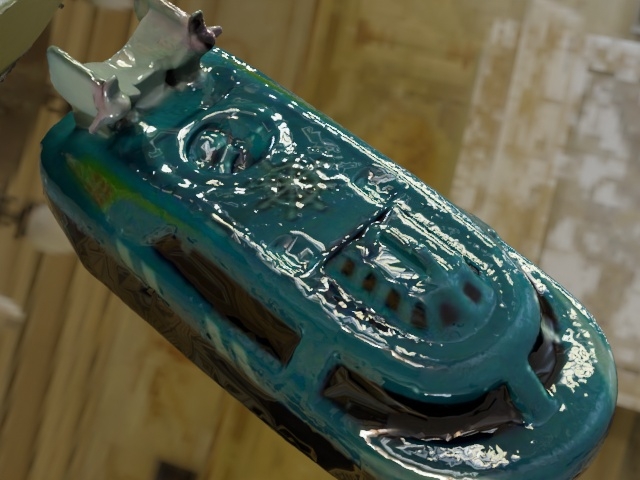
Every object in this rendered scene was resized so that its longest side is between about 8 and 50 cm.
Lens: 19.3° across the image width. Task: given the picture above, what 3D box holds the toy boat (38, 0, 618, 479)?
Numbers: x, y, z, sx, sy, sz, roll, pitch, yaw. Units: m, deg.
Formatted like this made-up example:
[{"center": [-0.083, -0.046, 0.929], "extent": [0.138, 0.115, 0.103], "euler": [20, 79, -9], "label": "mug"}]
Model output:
[{"center": [0.000, 0.000, 0.832], "extent": [0.134, 0.299, 0.092], "euler": [-42, -28, -24], "label": "toy boat"}]

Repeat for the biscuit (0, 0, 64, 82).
[{"center": [-0.170, -0.080, 0.856], "extent": [0.099, 0.038, 0.322], "euler": [-53, 4, 26], "label": "biscuit"}]
